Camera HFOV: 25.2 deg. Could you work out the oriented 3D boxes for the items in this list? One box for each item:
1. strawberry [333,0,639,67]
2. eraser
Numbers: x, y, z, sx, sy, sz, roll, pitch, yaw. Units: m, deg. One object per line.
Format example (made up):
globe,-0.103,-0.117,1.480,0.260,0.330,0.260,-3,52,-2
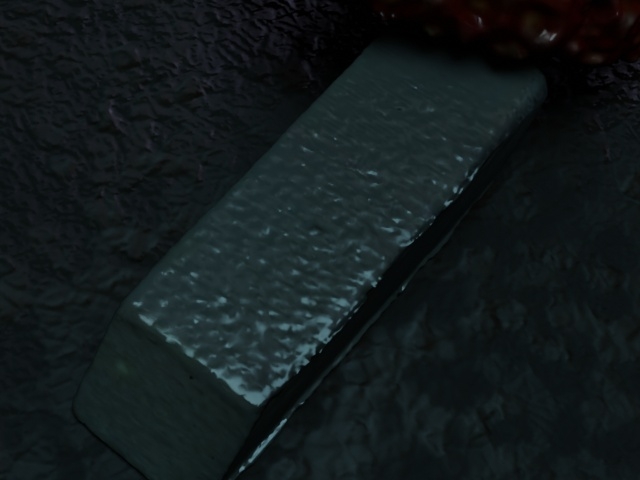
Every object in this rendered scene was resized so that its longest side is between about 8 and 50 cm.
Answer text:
strawberry,0.111,-0.243,0.936,0.336,0.149,0.265,0,47,-25
eraser,0.000,0.000,0.889,0.111,0.077,0.352,36,65,15
